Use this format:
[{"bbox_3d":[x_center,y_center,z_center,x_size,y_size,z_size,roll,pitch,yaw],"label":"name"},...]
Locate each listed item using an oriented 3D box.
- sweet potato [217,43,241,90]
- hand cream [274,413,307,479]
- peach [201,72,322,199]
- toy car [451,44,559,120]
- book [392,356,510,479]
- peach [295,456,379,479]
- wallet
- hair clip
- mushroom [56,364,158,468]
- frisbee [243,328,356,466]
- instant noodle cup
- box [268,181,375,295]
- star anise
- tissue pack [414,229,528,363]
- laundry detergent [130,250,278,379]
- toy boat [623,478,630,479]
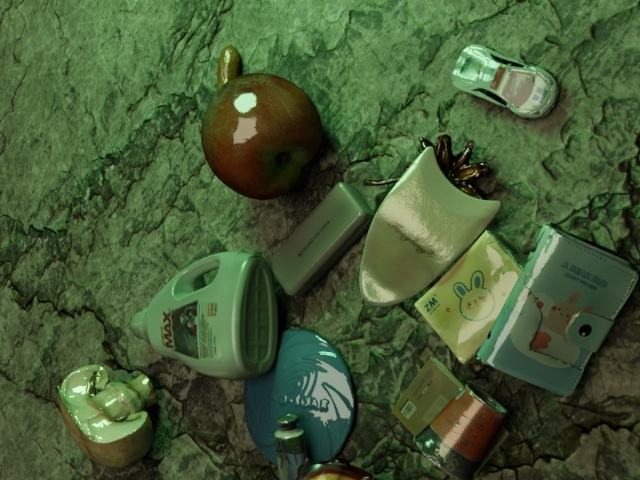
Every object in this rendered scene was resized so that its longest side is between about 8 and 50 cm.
[{"bbox_3d":[-0.206,-0.341,2.043,0.056,0.056,0.195,-5,74,36],"label":"sweet potato"},{"bbox_3d":[-0.047,0.476,1.821,0.091,0.058,0.271,1,103,34],"label":"hand cream"},{"bbox_3d":[-0.125,-0.215,1.866,0.252,0.252,0.252,-4,83,36],"label":"peach"},{"bbox_3d":[0.326,-0.282,1.645,0.205,0.056,0.095,32,103,35],"label":"toy car"},{"bbox_3d":[0.231,0.326,1.675,0.199,0.016,0.138,45,111,31],"label":"book"},{"bbox_3d":[0.061,0.574,1.671,0.257,0.201,0.362,-42,73,-8],"label":"peach"},{"bbox_3d":[0.383,0.115,1.499,0.176,0.075,0.250,23,103,-8],"label":"wallet"},{"bbox_3d":[0.168,-0.003,1.656,0.172,0.113,0.282,41,129,12],"label":"hair clip"},{"bbox_3d":[-0.469,0.406,2.105,0.253,0.195,0.189,40,141,29],"label":"mushroom"},{"bbox_3d":[-0.057,0.323,1.869,0.289,0.049,0.290,-5,82,36],"label":"frisbee"},{"bbox_3d":[0.247,0.323,1.589,0.127,0.127,0.136,39,99,33],"label":"instant noodle cup"},{"bbox_3d":[0.000,0.000,1.857,0.244,0.055,0.103,-47,61,23],"label":"box"},{"bbox_3d":[0.205,-0.127,1.700,0.234,0.073,0.177,30,112,18],"label":"star anise"},{"bbox_3d":[0.281,0.099,1.615,0.196,0.092,0.148,-50,62,22],"label":"tissue pack"},{"bbox_3d":[-0.266,0.161,1.988,0.397,0.124,0.264,-5,83,44],"label":"laundry detergent"},{"bbox_3d":[0.499,0.478,1.439,0.104,0.052,0.210,-16,75,32],"label":"toy boat"}]
